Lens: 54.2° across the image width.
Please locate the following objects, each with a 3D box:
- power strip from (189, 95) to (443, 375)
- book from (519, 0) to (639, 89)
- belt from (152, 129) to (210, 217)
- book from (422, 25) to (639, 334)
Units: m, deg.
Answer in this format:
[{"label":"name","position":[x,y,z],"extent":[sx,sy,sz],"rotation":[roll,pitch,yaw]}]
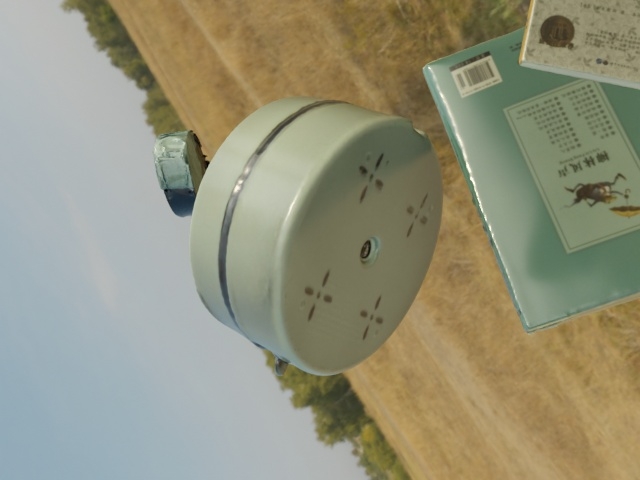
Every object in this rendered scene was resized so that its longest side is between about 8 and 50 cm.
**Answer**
[{"label":"power strip","position":[0.000,0.000,0.812],"extent":[0.161,0.357,0.358],"rotation":[22,150,37]},{"label":"book","position":[0.207,-0.187,0.419],"extent":[0.012,0.118,0.172],"rotation":[65,-143,-83]},{"label":"belt","position":[-0.195,-0.094,0.896],"extent":[0.140,0.058,0.105],"rotation":[76,-171,-46]},{"label":"book","position":[0.306,-0.104,0.760],"extent":[0.031,0.264,0.380],"rotation":[44,-152,-68]}]
